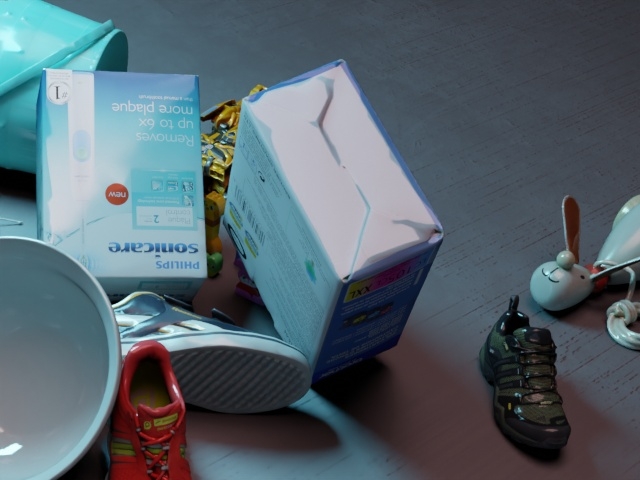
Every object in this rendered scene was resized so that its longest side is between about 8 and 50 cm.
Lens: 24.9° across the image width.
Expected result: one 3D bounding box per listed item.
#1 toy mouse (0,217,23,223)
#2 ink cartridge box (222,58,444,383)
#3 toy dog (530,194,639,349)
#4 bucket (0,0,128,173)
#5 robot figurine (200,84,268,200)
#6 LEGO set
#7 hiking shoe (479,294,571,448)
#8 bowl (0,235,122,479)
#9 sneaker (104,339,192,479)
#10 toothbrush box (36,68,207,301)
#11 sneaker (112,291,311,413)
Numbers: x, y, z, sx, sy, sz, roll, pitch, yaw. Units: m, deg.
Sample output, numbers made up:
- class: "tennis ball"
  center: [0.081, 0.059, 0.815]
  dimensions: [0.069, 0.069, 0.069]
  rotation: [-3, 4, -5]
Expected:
- class: "toy mouse"
  center: [-0.531, -0.048, 2.066]
  dimensions: [0.143, 0.031, 0.161]
  rotation: [32, 36, 31]
- class: "ink cartridge box"
  center: [0.000, 0.000, 1.837]
  dimensions: [0.151, 0.395, 0.270]
  rotation: [-21, 69, -19]
- class: "toy dog"
  center: [0.462, -0.003, 2.158]
  dimensions: [0.220, 0.161, 0.333]
  rotation: [23, 35, 20]
- class: "bucket"
  center: [-0.411, -0.225, 2.172]
  dimensions: [0.183, 0.281, 0.281]
  rotation: [15, 33, 2]
- class: "robot figurine"
  center: [-0.132, -0.147, 2.283]
  dimensions: [0.211, 0.085, 0.291]
  rotation: [24, 35, 21]
- class: "LEGO set"
  center: [-0.148, -0.008, 2.060]
  dimensions: [0.227, 0.093, 0.087]
  rotation: [24, 35, 21]
- class: "hiking shoe"
  center: [0.266, 0.171, 1.883]
  dimensions: [0.086, 0.114, 0.227]
  rotation: [-2, 35, -17]
- class: "bowl"
  center: [-0.349, 0.154, 1.666]
  dimensions: [0.297, 0.298, 0.134]
  rotation: [21, -9, 16]
- class: "sneaker"
  center: [-0.193, 0.235, 1.630]
  dimensions: [0.107, 0.118, 0.279]
  rotation: [-2, 53, -19]
- class: "toothbrush box"
  center: [-0.273, -0.071, 1.961]
  dimensions: [0.216, 0.126, 0.296]
  rotation: [2, 73, -14]
- class: "sneaker"
  center: [-0.172, 0.132, 1.812]
  dimensions: [0.321, 0.126, 0.127]
  rotation: [4, 38, -8]
